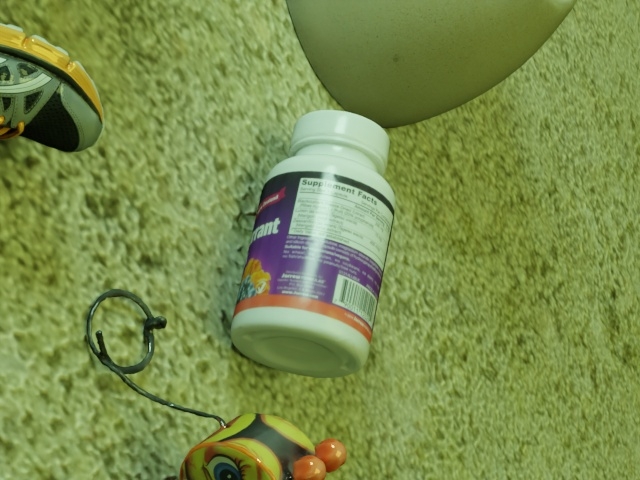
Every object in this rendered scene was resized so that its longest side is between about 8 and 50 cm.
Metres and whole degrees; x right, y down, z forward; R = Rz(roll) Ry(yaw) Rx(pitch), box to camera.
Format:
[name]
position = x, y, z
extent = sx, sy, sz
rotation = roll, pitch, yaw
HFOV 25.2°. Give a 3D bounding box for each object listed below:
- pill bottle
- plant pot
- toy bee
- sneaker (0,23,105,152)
[pill bottle]
position = 0.000, 0.000, 1.120
extent = 0.108, 0.108, 0.194
rotation = 40, 53, -45
[plant pot]
position = 0.121, -0.253, 1.264
extent = 0.284, 0.191, 0.284
rotation = 14, 73, -53
[toy bee]
position = -0.054, 0.189, 0.969
extent = 0.298, 0.162, 0.195
rotation = 61, 42, -29
[sneaker]
position = -0.221, -0.093, 0.841
extent = 0.215, 0.084, 0.083
rotation = 26, 66, -40
